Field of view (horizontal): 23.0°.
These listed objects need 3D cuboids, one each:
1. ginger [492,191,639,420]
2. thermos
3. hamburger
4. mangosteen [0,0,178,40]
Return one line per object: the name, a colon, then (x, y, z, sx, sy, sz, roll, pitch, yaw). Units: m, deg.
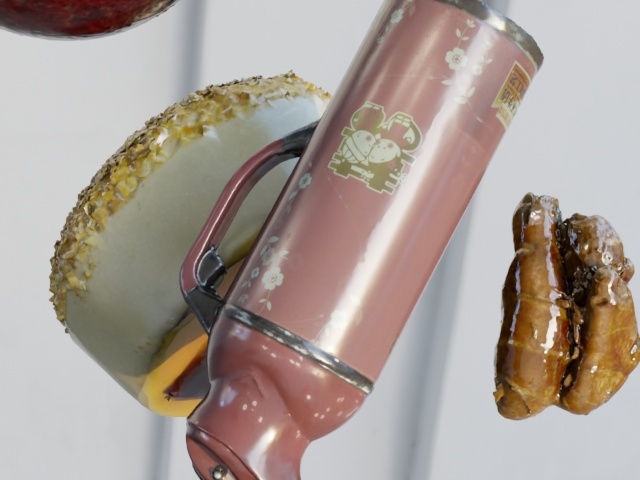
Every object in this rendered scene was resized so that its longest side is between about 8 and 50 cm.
ginger: (0.174, 0.049, 1.093, 0.103, 0.162, 0.073, 4, 1, 16)
thermos: (0.004, 0.001, 0.966, 0.136, 0.330, 0.109, 29, -7, -10)
hamburger: (-0.072, 0.001, 1.199, 0.294, 0.276, 0.179, 4, 40, -54)
mangosteen: (-0.151, -0.218, 0.920, 0.236, 0.235, 0.261, 1, 32, -11)
